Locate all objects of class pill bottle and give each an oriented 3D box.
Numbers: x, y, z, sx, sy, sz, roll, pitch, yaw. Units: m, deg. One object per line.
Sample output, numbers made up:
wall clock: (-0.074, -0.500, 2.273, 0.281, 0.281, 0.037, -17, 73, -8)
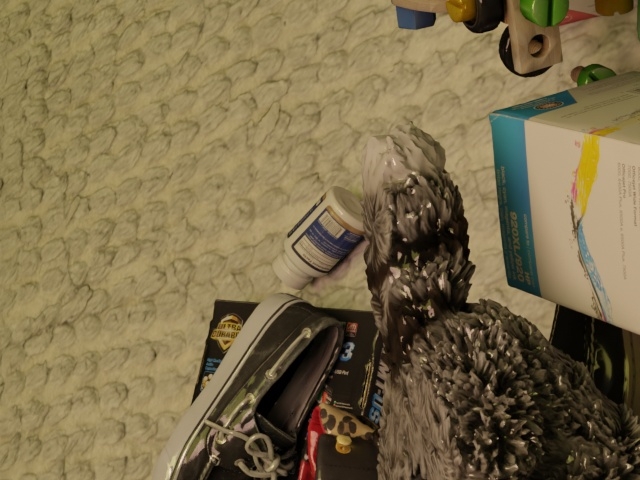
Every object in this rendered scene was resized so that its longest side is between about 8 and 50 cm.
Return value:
pill bottle: (0.000, 0.000, 1.726, 0.120, 0.067, 0.067, -47, 46, 23)

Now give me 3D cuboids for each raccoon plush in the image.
raccoon plush: (0.212, 0.115, 1.194, 0.216, 0.299, 0.446, 172, 94, -74)

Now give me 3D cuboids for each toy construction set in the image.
toy construction set: (0.209, -0.275, 1.294, 0.237, 0.258, 0.308, -124, 47, -68)

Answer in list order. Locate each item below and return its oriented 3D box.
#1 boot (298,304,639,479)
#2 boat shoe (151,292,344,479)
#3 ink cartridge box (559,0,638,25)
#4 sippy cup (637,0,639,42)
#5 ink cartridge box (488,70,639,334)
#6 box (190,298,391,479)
boot: (0.132, 0.186, 1.344, 0.138, 0.284, 0.377, 144, 135, -81)
boat shoe: (-0.072, 0.207, 1.582, 0.105, 0.113, 0.306, 24, 77, 43)
ink cartridge box: (0.223, -0.289, 1.509, 0.115, 0.198, 0.067, -10, 67, 45)
sippy cup: (0.425, -0.246, 1.278, 0.306, 0.240, 0.224, 11, 70, 18)
ink cartridge box: (0.284, -0.032, 1.251, 0.233, 0.171, 0.168, 22, 124, 57)
box: (-0.039, 0.219, 1.675, 0.296, 0.073, 0.293, 1, 74, 47)
